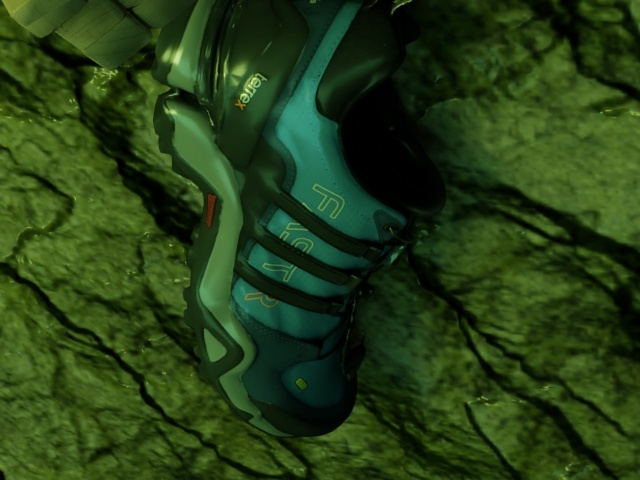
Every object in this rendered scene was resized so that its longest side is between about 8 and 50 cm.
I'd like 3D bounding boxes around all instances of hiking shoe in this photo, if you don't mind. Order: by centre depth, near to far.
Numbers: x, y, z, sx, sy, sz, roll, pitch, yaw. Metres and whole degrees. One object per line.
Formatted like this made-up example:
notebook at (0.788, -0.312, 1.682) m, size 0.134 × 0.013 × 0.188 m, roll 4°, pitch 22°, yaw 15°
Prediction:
hiking shoe at (0.000, 0.000, 0.877) m, size 0.132 × 0.113 × 0.304 m, roll 6°, pitch 134°, yaw 18°

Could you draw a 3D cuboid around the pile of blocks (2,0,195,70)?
pile of blocks at (-0.151, -0.183, 0.636) m, size 0.362 × 0.149 × 0.112 m, roll 30°, pitch 178°, yaw 25°
